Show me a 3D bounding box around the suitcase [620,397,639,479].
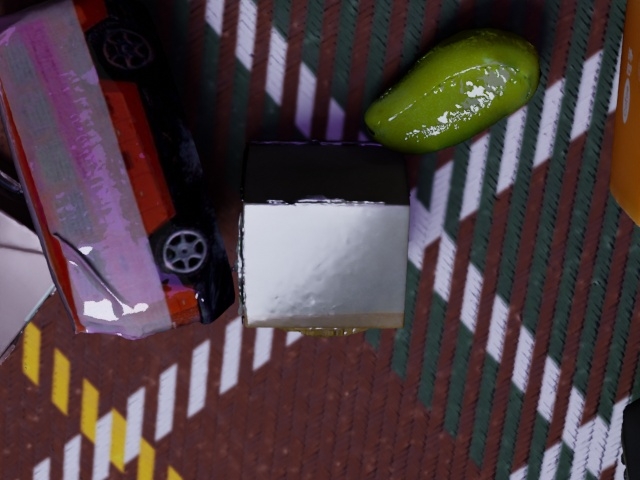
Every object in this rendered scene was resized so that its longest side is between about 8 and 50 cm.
[{"bbox_3d":[0.439,0.187,1.362,0.194,0.283,0.434,31,129,-28],"label":"suitcase"}]

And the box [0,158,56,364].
[{"bbox_3d":[-0.351,0.020,1.453,0.215,0.086,0.215,37,108,-14],"label":"box"}]

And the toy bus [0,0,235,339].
[{"bbox_3d":[-0.182,-0.062,1.353,0.147,0.127,0.302,-16,95,-10],"label":"toy bus"}]

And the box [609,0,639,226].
[{"bbox_3d":[0.429,-0.130,1.358,0.341,0.143,0.225,1,112,1],"label":"box"}]

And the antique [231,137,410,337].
[{"bbox_3d":[0.000,0.000,1.412,0.152,0.146,0.148,0,116,0],"label":"antique"}]

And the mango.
[{"bbox_3d":[0.116,-0.132,1.396,0.165,0.074,0.091,-22,114,20],"label":"mango"}]
